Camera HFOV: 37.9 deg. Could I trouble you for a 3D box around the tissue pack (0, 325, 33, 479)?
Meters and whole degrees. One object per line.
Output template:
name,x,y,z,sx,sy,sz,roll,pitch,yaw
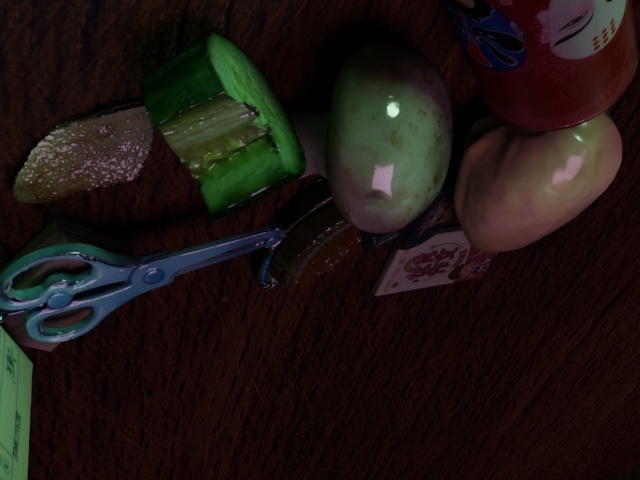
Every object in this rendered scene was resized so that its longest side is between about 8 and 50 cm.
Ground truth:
tissue pack,-0.479,0.224,1.062,0.207,0.380,0.297,-26,125,4

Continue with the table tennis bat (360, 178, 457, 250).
table tennis bat,0.148,-0.030,1.445,0.236,0.027,0.150,-22,151,-43

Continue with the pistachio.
pistachio,0.305,-0.097,1.356,0.214,0.193,0.318,19,145,-1

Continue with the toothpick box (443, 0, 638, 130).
toothpick box,0.232,-0.290,1.022,0.204,0.204,0.333,-30,147,8

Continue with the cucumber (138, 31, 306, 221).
cucumber,-0.113,-0.136,1.053,0.130,0.191,0.191,-30,147,6

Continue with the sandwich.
sandwich,-0.008,0.005,1.396,0.235,0.079,0.159,-36,146,16

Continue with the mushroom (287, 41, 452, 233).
mushroom,0.046,-0.128,1.158,0.244,0.243,0.243,-17,147,-12

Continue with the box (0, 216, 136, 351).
box,-0.362,0.064,1.265,0.201,0.058,0.141,-40,145,21

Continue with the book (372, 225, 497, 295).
book,0.216,0.030,1.634,0.232,0.022,0.162,-9,144,-25

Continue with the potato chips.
potato chips,-0.276,-0.100,1.122,0.142,0.026,0.209,21,124,-45

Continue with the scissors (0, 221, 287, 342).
scissors,-0.231,0.037,1.231,0.393,0.032,0.180,-17,145,-14
